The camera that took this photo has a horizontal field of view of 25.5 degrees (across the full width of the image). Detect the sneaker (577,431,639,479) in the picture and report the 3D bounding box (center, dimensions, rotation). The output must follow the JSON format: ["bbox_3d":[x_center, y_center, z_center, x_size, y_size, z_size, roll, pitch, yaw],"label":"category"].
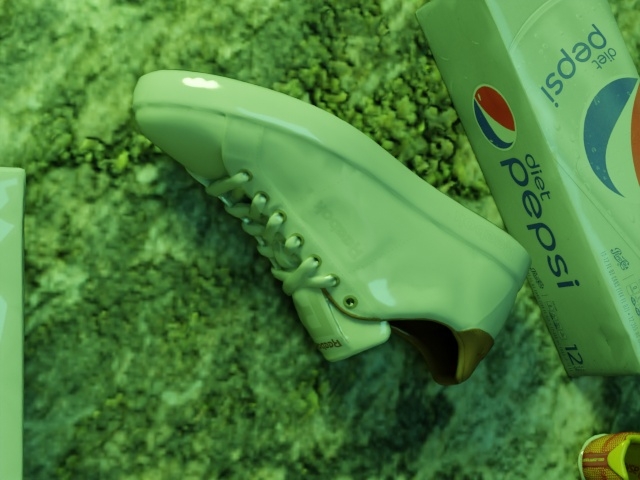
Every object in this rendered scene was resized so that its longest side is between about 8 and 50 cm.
[{"bbox_3d":[0.267,0.169,0.995,0.175,0.067,0.064,5,81,-23],"label":"sneaker"}]

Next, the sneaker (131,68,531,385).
[{"bbox_3d":[0.000,0.000,0.884,0.290,0.106,0.123,29,72,-18],"label":"sneaker"}]

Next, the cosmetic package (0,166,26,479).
[{"bbox_3d":[-0.278,0.074,0.749,0.224,0.138,0.224,2,85,-21],"label":"cosmetic package"}]

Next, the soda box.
[{"bbox_3d":[0.174,-0.052,0.964,0.091,0.098,0.286,-25,93,-22],"label":"soda box"}]
